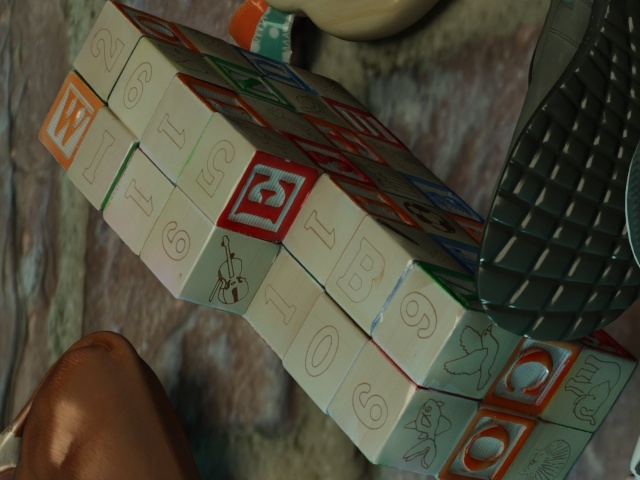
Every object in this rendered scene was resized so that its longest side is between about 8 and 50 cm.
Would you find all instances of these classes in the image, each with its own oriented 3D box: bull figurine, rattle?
[{"bbox_3d":[-0.106,0.204,1.102,0.188,0.101,0.310,-45,49,31],"label":"bull figurine"},{"bbox_3d":[-0.019,-0.164,1.103,0.200,0.143,0.130,-24,79,34],"label":"rattle"}]

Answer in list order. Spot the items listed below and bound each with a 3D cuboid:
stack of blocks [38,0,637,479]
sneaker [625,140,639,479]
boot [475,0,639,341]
[{"bbox_3d":[0.000,0.000,0.999,0.297,0.171,0.087,46,112,44],"label":"stack of blocks"},{"bbox_3d":[0.200,0.045,0.829,0.106,0.162,0.281,11,121,25],"label":"sneaker"},{"bbox_3d":[0.131,-0.069,0.921,0.161,0.083,0.246,165,126,-83],"label":"boot"}]
